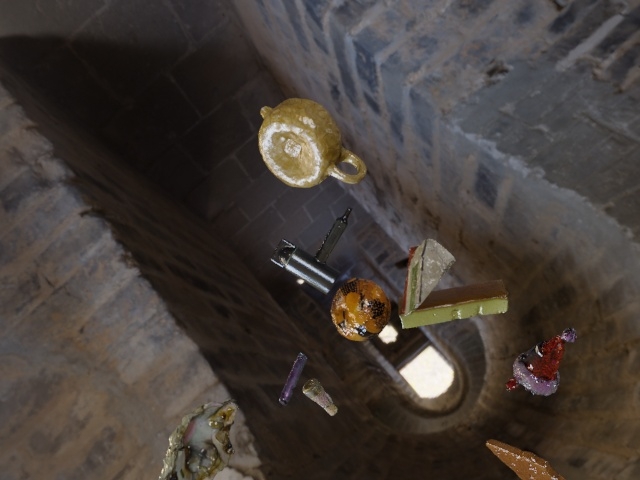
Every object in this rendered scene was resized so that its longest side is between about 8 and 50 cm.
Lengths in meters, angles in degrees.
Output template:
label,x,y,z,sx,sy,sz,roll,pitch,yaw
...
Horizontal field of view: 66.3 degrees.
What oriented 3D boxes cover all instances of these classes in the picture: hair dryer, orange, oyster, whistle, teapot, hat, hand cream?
label,x,y,z,sx,sy,sz,roll,pitch,yaw
hair dryer,0.000,0.000,1.385,0.249,0.195,0.078,-58,177,6
orange,0.146,0.248,1.781,0.182,0.235,0.235,5,134,-33
oyster,-0.353,0.579,1.363,0.106,0.201,0.354,-6,-171,24
whistle,-0.083,0.425,1.513,0.033,0.033,0.177,114,2,-48
teapot,-0.022,-0.234,1.161,0.167,0.311,0.204,-47,163,-45
hat,0.591,0.305,1.286,0.140,0.129,0.228,8,128,-9
hand cream,0.007,0.722,2.230,0.084,0.203,0.084,-34,-163,12

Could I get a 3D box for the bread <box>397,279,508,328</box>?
label,x,y,z,sx,sy,sz,roll,pitch,yaw
bread,0.446,0.214,1.653,0.360,0.077,0.138,-12,-164,12

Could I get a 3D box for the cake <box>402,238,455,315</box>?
label,x,y,z,sx,sy,sz,roll,pitch,yaw
cake,0.256,0.081,1.276,0.220,0.117,0.086,-38,172,-35

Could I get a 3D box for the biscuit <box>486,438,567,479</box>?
label,x,y,z,sx,sy,sz,roll,pitch,yaw
biscuit,0.610,0.660,1.409,0.043,0.280,0.183,-38,136,-27
